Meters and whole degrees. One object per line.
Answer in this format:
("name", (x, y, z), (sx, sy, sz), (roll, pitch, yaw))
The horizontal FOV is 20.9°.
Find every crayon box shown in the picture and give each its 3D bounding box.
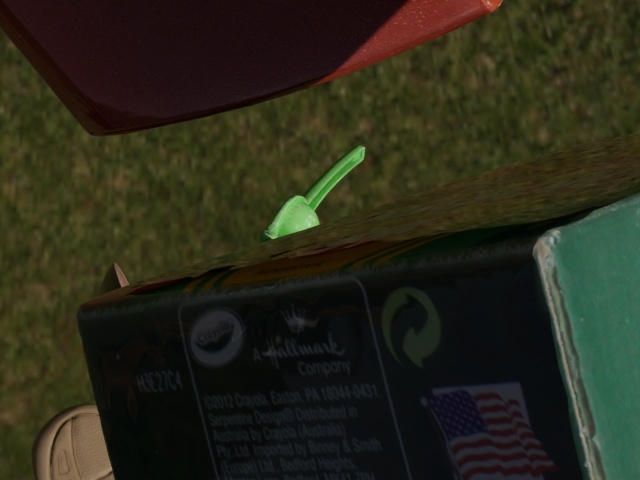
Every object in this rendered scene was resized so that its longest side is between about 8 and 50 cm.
("crayon box", (0.103, 0.010, 0.597), (0.318, 0.081, 0.202), (-17, -175, -44))

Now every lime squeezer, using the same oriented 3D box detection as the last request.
("lime squeezer", (0.000, 0.000, 1.439), (0.110, 0.310, 0.059), (-14, 124, 3))

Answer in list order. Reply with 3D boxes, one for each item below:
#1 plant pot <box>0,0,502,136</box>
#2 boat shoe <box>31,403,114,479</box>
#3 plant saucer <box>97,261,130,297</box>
("plant pot", (-0.027, -0.227, 0.811), (0.235, 0.267, 0.267), (3, 148, 31))
("boat shoe", (-0.103, 0.240, 1.264), (0.103, 0.285, 0.092), (-43, 163, -16))
("plant saucer", (-0.164, 0.116, 1.621), (0.036, 0.198, 0.198), (-26, 134, -4))
